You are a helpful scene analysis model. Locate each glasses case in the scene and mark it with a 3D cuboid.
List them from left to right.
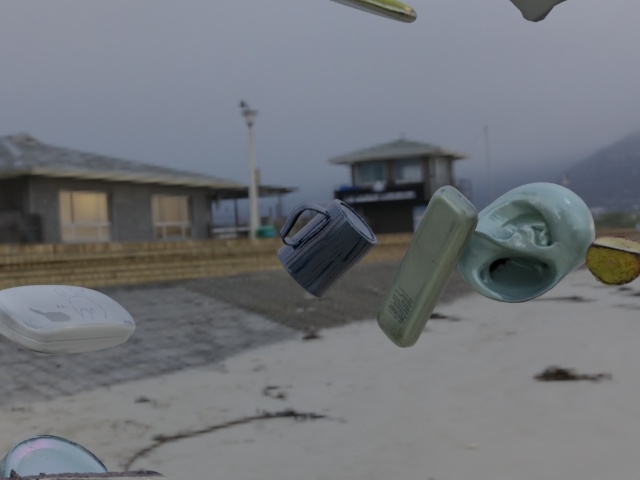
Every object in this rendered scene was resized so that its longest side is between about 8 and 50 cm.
[{"bbox_3d":[-0.312,0.096,1.246,0.092,0.059,0.233,35,9,21],"label":"glasses case"}]

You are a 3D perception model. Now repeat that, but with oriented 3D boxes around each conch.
[{"bbox_3d":[0.326,0.008,1.610,0.221,0.185,0.121,-21,-37,19],"label":"conch"}]

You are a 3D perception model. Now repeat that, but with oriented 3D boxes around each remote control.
[{"bbox_3d":[0.161,0.048,1.601,0.038,0.309,0.090,-16,51,-38],"label":"remote control"}]

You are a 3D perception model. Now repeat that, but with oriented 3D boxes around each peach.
[{"bbox_3d":[0.422,0.022,1.433,0.050,0.077,0.083,-25,-13,-39],"label":"peach"}]

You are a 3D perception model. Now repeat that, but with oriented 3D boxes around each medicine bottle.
[{"bbox_3d":[-0.508,0.511,1.728,0.290,0.245,0.245,-46,-18,20],"label":"medicine bottle"}]

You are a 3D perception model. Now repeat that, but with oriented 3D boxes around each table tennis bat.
[{"bbox_3d":[-0.019,-0.395,1.554,0.369,0.054,0.224,12,11,-28],"label":"table tennis bat"}]

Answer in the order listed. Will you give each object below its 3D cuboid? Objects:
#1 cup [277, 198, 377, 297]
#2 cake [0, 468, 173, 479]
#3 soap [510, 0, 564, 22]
[{"bbox_3d":[0.006,0.008,1.741,0.138,0.113,0.150,-44,-29,13],"label":"cup"},{"bbox_3d":[-0.313,0.385,1.374,0.246,0.135,0.112,8,-2,-34],"label":"cake"},{"bbox_3d":[0.123,-0.425,0.848,0.213,0.435,0.350,-38,21,27],"label":"soap"}]
